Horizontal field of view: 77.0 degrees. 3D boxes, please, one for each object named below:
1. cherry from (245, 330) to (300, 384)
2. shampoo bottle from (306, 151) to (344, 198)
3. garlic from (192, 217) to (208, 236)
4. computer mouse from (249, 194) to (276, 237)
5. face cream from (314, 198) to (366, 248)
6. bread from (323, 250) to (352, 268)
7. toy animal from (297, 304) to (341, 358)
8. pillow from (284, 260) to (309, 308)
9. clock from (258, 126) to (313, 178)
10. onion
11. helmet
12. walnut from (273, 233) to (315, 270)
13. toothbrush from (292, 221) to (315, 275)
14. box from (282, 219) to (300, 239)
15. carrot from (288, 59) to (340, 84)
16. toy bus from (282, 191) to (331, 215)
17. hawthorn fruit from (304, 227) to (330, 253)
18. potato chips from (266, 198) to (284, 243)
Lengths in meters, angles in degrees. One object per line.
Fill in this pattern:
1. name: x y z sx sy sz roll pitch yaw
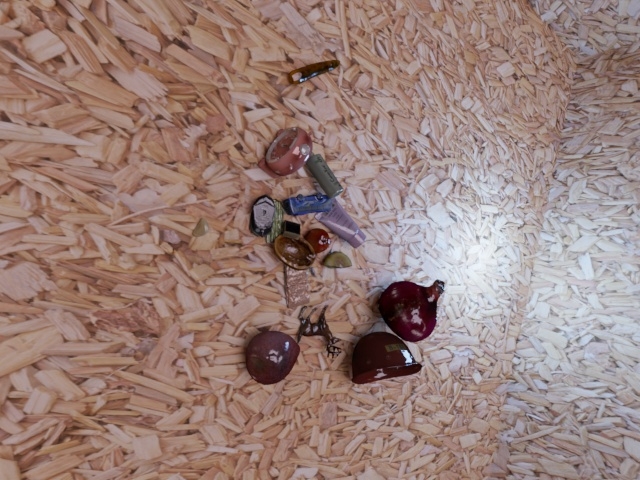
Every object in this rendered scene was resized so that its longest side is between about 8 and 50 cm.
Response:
1. cherry: -0.216 0.510 1.793 0.239 0.206 0.238 -6 90 -67
2. shampoo bottle: 0.007 -0.324 1.909 0.085 0.085 0.262 -31 85 -28
3. garlic: -0.490 -0.048 1.662 0.053 0.041 0.083 37 81 -24
4. computer mouse: -0.258 -0.111 1.792 0.106 0.062 0.192 6 101 -17
5. face cream: 0.109 -0.083 2.032 0.274 0.096 0.154 43 73 -14
6. bread: 0.080 0.100 2.017 0.157 0.083 0.094 -14 98 -34
7. toy animal: -0.005 0.454 2.001 0.244 0.087 0.259 4 92 -20
8. pillow: -0.112 0.205 1.926 0.126 0.043 0.232 -8 100 -27
9. clock: -0.124 -0.380 1.762 0.142 0.241 0.227 37 73 -33
10. onion: 0.502 0.338 2.122 0.348 0.347 0.385 29 119 -31
11. helmet: 0.323 0.594 2.100 0.386 0.337 0.229 3 57 -28
12. walnut: -0.131 0.061 1.865 0.211 0.087 0.167 31 53 -11
13. toothbrush: -0.082 0.043 1.942 0.021 0.024 0.287 -31 109 -25
14. box: -0.133 -0.051 1.861 0.080 0.035 0.083 14 45 -18
15. carrot: -0.018 -0.807 1.907 0.314 0.066 0.066 -31 109 -28
16. toy bus: -0.057 -0.170 1.901 0.237 0.079 0.093 -9 83 -33
17. hawthorn fruit: -0.004 0.001 1.937 0.125 0.140 0.124 -4 90 -66
18. potato chips: -0.207 -0.087 1.850 0.092 0.028 0.207 3 90 -32
